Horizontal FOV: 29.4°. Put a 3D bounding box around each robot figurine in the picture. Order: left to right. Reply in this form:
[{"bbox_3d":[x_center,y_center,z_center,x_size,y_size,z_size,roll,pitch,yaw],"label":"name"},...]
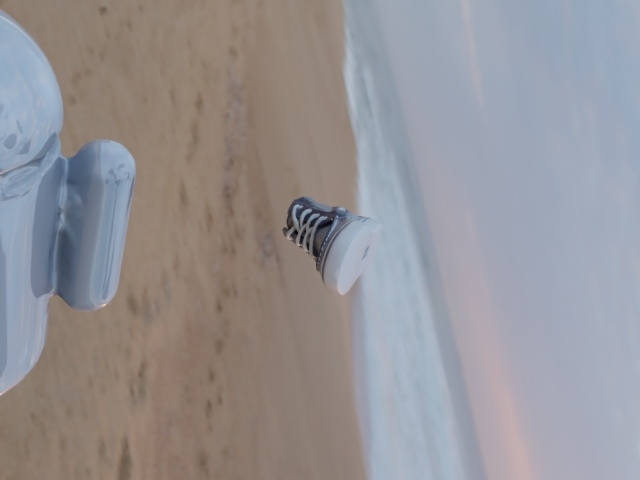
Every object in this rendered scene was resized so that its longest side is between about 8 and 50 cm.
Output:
[{"bbox_3d":[-0.279,-0.021,0.813,0.200,0.300,0.353,-108,-154,-56],"label":"robot figurine"}]

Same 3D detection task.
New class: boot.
[{"bbox_3d":[0.000,0.000,1.117,0.190,0.086,0.069,-15,126,-80],"label":"boot"}]
